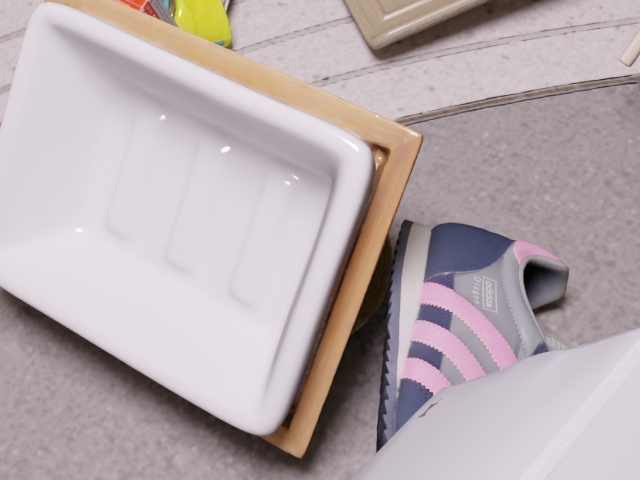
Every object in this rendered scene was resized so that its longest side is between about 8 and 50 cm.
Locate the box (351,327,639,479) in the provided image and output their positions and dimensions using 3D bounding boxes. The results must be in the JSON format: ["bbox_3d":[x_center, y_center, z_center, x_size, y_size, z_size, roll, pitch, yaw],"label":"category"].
[{"bbox_3d":[0.156,0.227,0.455,0.345,0.215,0.168,47,68,-1],"label":"box"}]

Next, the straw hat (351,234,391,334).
[{"bbox_3d":[0.000,0.000,0.802,0.144,0.145,0.061,25,19,21],"label":"straw hat"}]

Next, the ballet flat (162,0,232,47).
[{"bbox_3d":[-0.120,-0.261,1.003,0.077,0.077,0.231,2,55,-18],"label":"ballet flat"}]

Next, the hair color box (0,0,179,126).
[{"bbox_3d":[-0.178,-0.118,0.864,0.053,0.093,0.167,28,79,22],"label":"hair color box"}]

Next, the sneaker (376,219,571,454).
[{"bbox_3d":[0.101,0.106,0.670,0.131,0.112,0.319,5,46,4],"label":"sneaker"}]

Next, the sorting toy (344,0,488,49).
[{"bbox_3d":[0.152,-0.297,0.991,0.307,0.041,0.229,-24,51,1],"label":"sorting toy"}]

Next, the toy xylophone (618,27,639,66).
[{"bbox_3d":[0.353,-0.139,0.752,0.236,0.081,0.323,29,103,6],"label":"toy xylophone"}]

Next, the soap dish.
[{"bbox_3d":[-0.085,-0.022,0.739,0.290,0.229,0.118,26,19,21],"label":"soap dish"}]
